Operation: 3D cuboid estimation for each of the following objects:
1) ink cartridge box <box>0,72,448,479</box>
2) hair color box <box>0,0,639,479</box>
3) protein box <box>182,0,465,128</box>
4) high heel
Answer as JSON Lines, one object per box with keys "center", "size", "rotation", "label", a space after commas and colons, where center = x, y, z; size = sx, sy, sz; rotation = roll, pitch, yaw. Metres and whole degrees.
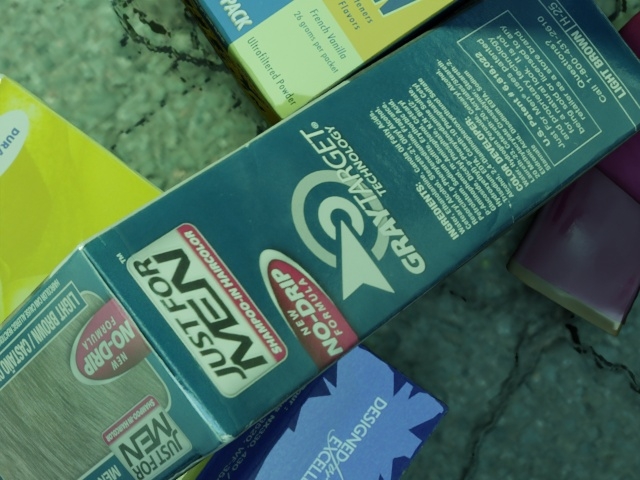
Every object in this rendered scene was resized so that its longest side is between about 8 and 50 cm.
{"center": [-0.140, 0.120, 1.056], "size": [0.307, 0.072, 0.303], "rotation": [35, 86, 8], "label": "ink cartridge box"}
{"center": [0.000, 0.000, 0.937], "size": [0.347, 0.174, 0.105], "rotation": [-35, 87, -40], "label": "hair color box"}
{"center": [0.021, -0.168, 1.011], "size": [0.200, 0.201, 0.136], "rotation": [-35, 92, -1], "label": "protein box"}
{"center": [0.301, 0.020, 1.060], "size": [0.377, 0.127, 0.181], "rotation": [27, 101, 1], "label": "high heel"}
